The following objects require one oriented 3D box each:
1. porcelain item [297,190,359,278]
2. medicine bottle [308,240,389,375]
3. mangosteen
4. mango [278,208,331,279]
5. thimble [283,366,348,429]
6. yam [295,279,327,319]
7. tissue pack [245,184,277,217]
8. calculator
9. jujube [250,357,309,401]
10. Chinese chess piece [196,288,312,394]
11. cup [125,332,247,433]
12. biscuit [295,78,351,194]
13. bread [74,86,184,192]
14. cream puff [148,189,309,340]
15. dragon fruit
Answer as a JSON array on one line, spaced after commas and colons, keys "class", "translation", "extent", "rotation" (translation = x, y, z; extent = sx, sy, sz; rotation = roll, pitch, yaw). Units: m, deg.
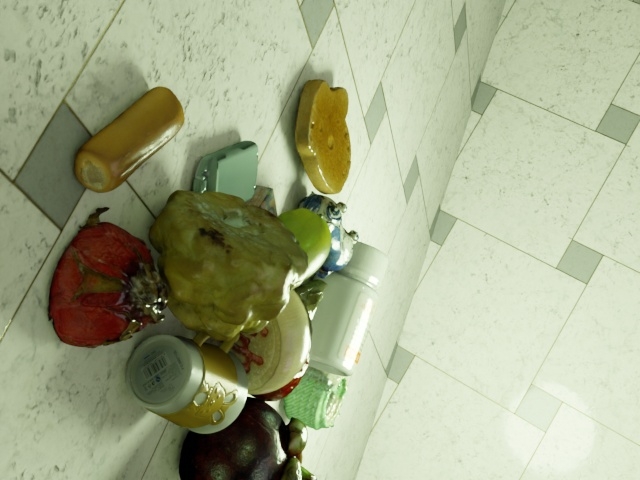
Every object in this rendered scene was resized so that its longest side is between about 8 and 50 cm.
[{"class": "porcelain item", "translation": [0.000, 0.000, 2.239], "extent": [0.186, 0.138, 0.288], "rotation": [-61, 155, -24]}, {"class": "medicine bottle", "translation": [0.057, 0.195, 2.420], "extent": [0.211, 0.211, 0.372], "rotation": [57, 51, -65]}, {"class": "mangosteen", "translation": [-0.178, 0.518, 1.913], "extent": [0.300, 0.300, 0.300], "rotation": [15, 90, -70]}, {"class": "mango", "translation": [-0.077, 0.030, 1.977], "extent": [0.273, 0.185, 0.149], "rotation": [-53, 129, -46]}, {"class": "thimble", "translation": [-0.012, 0.468, 2.529], "extent": [0.219, 0.150, 0.219], "rotation": [16, 90, -71]}, {"class": "yam", "translation": [-0.062, 0.161, 1.938], "extent": [0.259, 0.106, 0.106], "rotation": [-15, 118, -58]}, {"class": "tissue pack", "translation": [-0.154, -0.040, 1.894], "extent": [0.109, 0.060, 0.148], "rotation": [82, 29, -45]}, {"class": "calculator", "translation": [-0.195, -0.129, 1.738], "extent": [0.246, 0.045, 0.141], "rotation": [-37, 138, -60]}, {"class": "jujube", "translation": [-0.121, 0.278, 2.011], "extent": [0.290, 0.197, 0.197], "rotation": [-76, 177, -75]}, {"class": "Chinese chess piece", "translation": [-0.146, 0.198, 1.782], "extent": [0.112, 0.270, 0.270], "rotation": [-11, 116, -53]}, {"class": "cup", "translation": [-0.256, 0.260, 1.655], "extent": [0.241, 0.185, 0.226], "rotation": [-56, 152, -4]}, {"class": "biscuit", "translation": [0.011, -0.285, 2.139], "extent": [0.344, 0.057, 0.287], "rotation": [58, 41, -58]}, {"class": "bread", "translation": [-0.309, -0.166, 1.363], "extent": [0.239, 0.073, 0.093], "rotation": [-55, 157, -43]}, {"class": "cream puff", "translation": [-0.192, 0.068, 1.543], "extent": [0.291, 0.324, 0.257], "rotation": [6, 119, -36]}, {"class": "dragon fruit", "translation": [-0.332, 0.086, 1.375], "extent": [0.218, 0.148, 0.224], "rotation": [70, 40, -57]}]
